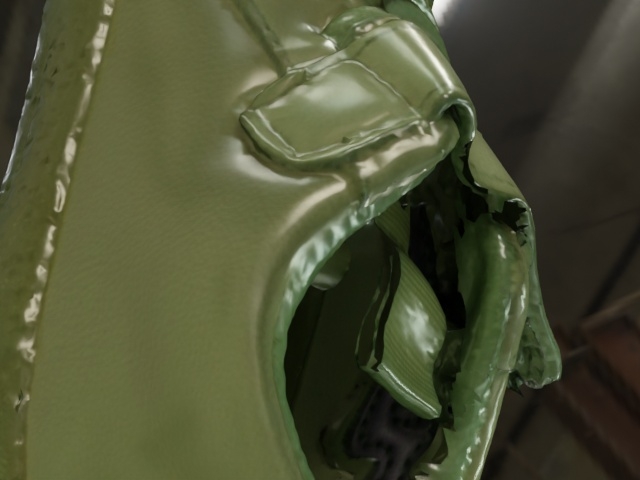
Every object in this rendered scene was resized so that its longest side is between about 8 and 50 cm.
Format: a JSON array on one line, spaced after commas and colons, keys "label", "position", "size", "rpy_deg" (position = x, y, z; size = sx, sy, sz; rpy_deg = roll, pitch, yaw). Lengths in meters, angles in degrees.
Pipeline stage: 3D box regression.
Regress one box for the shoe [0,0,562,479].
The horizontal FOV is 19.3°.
[{"label": "shoe", "position": [-0.006, 0.000, 0.481], "size": [0.128, 0.262, 0.140], "rpy_deg": [8, -32, 21]}]
